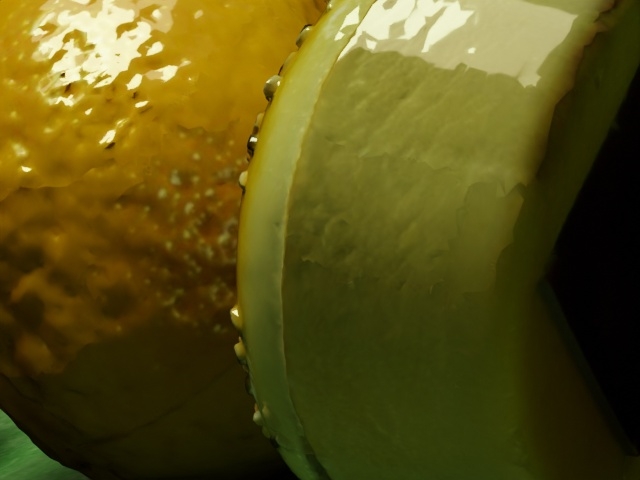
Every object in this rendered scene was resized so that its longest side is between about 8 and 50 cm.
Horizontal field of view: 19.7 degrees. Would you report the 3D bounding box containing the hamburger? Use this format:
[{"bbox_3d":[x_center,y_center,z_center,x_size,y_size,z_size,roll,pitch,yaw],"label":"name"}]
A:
[{"bbox_3d":[0.079,0.000,0.825,0.176,0.300,0.300,11,21,35],"label":"hamburger"}]

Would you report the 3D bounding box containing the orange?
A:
[{"bbox_3d":[-0.079,-0.025,1.054,0.293,0.340,0.340,-35,6,4],"label":"orange"}]
